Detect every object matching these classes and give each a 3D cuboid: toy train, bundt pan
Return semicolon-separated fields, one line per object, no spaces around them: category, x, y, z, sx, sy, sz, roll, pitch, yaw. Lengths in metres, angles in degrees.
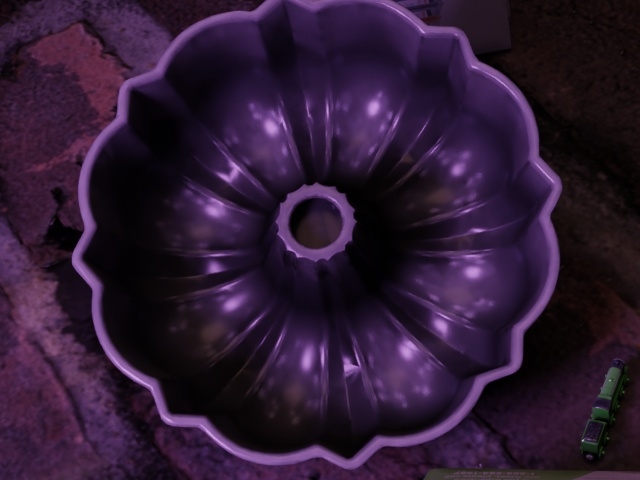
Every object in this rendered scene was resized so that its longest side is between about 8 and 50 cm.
toy train;0.196;0.115;1.200;0.017;0.023;0.083;9;48;21
bundt pan;0.000;0.000;1.215;0.331;0.124;0.331;-1;78;3

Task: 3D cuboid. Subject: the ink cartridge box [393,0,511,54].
ink cartridge box;0.068;-0.235;1.509;0.176;0.127;0.128;-10;44;1

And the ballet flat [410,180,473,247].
ballet flat;0.053;0.010;1.312;0.247;0.083;0.087;-10;68;3

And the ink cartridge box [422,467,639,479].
ink cartridge box;0.128;0.226;0.907;0.207;0.119;0.353;-1;9;14
